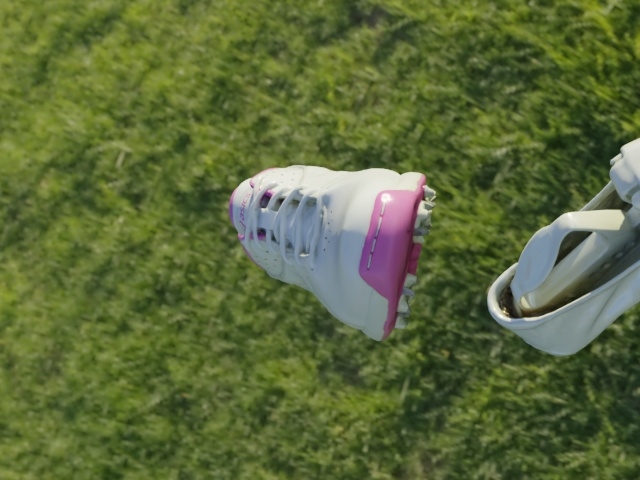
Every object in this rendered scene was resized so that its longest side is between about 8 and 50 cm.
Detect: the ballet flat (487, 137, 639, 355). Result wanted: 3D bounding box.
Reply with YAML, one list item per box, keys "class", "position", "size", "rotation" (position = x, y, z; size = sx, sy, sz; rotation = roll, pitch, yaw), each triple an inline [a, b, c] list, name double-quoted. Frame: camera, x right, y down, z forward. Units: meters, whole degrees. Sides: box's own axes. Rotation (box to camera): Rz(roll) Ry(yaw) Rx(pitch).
- class: "ballet flat"
  position: [0.315, -0.020, 1.180]
  size: [0.400, 0.139, 0.139]
  rotation: [-50, 39, 35]

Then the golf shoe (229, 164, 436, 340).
- class: "golf shoe"
  position: [0.000, 0.000, 0.815]
  size: [0.306, 0.140, 0.115]
  rotation: [151, 132, -87]
